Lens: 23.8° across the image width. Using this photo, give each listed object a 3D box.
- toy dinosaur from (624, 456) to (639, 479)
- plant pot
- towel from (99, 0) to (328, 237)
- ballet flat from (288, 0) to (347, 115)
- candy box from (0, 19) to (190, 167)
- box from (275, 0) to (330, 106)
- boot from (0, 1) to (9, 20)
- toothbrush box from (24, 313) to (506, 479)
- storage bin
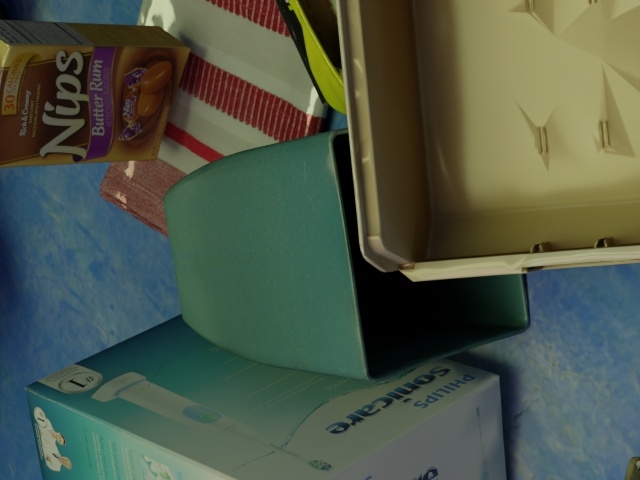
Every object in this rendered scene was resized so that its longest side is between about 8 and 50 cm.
[{"bbox_3d":[0.188,0.280,1.032,0.118,0.064,0.268,-7,87,42],"label":"toy dinosaur"},{"bbox_3d":[0.000,0.000,1.107,0.234,0.165,0.166,-2,99,48],"label":"plant pot"},{"bbox_3d":[-0.080,-0.142,1.272,0.237,0.037,0.329,29,114,39],"label":"towel"},{"bbox_3d":[0.007,-0.181,1.024,0.077,0.077,0.231,40,156,62],"label":"ballet flat"},{"bbox_3d":[-0.203,-0.119,1.238,0.053,0.186,0.109,38,119,36],"label":"candy box"},{"bbox_3d":[0.043,-0.197,1.078,0.190,0.045,0.184,-6,118,42],"label":"box"},{"bbox_3d":[-0.503,-0.304,1.341,0.146,0.367,0.445,44,155,48],"label":"boot"},{"bbox_3d":[-0.041,0.156,1.124,0.295,0.216,0.126,13,118,43],"label":"toothbrush box"},{"bbox_3d":[0.154,-0.112,0.905,0.262,0.123,0.260,-5,91,20],"label":"storage bin"}]
